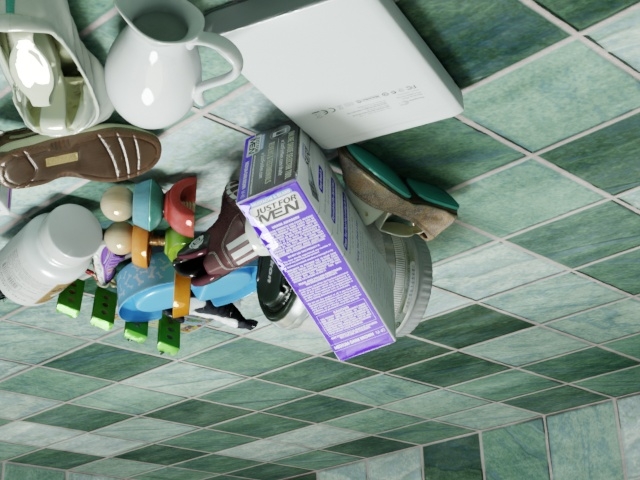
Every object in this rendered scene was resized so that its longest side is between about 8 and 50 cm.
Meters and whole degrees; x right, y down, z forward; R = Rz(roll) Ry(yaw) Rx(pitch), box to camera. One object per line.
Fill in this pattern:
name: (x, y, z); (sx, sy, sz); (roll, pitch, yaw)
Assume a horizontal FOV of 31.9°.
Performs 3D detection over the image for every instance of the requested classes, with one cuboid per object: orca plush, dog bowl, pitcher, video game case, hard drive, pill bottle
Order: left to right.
pill bottle: (-0.480, 0.023, 1.987); (0.131, 0.131, 0.229); (13, 152, -32)
video game case: (-0.323, 0.146, 2.425); (0.227, 0.026, 0.206); (14, 151, -36)
pitcher: (-0.188, -0.220, 1.428); (0.177, 0.125, 0.207); (32, 149, 4)
dog bowl: (-0.244, 0.071, 2.106); (0.297, 0.074, 0.166); (-11, 156, -22)
orca plush: (-0.248, 0.096, 2.214); (0.287, 0.151, 0.102); (27, 110, -9)
hard drive: (0.028, -0.239, 1.536); (0.233, 0.047, 0.353); (-13, 155, 23)

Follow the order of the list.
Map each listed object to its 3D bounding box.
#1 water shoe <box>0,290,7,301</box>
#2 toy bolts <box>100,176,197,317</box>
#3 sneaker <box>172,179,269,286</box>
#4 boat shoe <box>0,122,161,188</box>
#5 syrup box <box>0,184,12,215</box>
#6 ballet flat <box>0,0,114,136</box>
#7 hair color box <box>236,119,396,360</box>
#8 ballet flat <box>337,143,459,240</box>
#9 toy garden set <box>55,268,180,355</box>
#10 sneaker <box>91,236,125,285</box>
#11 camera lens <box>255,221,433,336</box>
water shoe: (-0.607, 0.083, 2.177); (0.203, 0.080, 0.073); (-5, 157, 7)
toy bolts: (-0.295, 0.003, 1.898); (0.158, 0.218, 0.228); (3, 140, -6)
sneaker: (-0.170, -0.008, 1.807); (0.162, 0.106, 0.281); (-31, -165, -3)
boat shoe: (-0.371, -0.144, 1.685); (0.257, 0.095, 0.095); (-6, 124, -30)
syrup box: (-0.546, -0.122, 1.689); (0.093, 0.096, 0.237); (-4, 156, 3)
ballet flat: (-0.356, -0.213, 1.451); (0.139, 0.139, 0.400); (-2, 157, 0)
hair color box: (0.000, 0.000, 1.727); (0.110, 0.185, 0.339); (-21, 122, 15)
ballet flat: (0.113, -0.064, 1.852); (0.316, 0.107, 0.106); (24, 115, -44)
toy garden set: (-0.393, 0.130, 2.177); (0.244, 0.204, 0.049); (23, 114, -18)
sneaker: (-0.397, 0.037, 2.118); (0.071, 0.068, 0.170); (-16, 165, -12)
camera lens: (0.035, 0.062, 2.015); (0.274, 0.219, 0.219); (9, 154, -25)
